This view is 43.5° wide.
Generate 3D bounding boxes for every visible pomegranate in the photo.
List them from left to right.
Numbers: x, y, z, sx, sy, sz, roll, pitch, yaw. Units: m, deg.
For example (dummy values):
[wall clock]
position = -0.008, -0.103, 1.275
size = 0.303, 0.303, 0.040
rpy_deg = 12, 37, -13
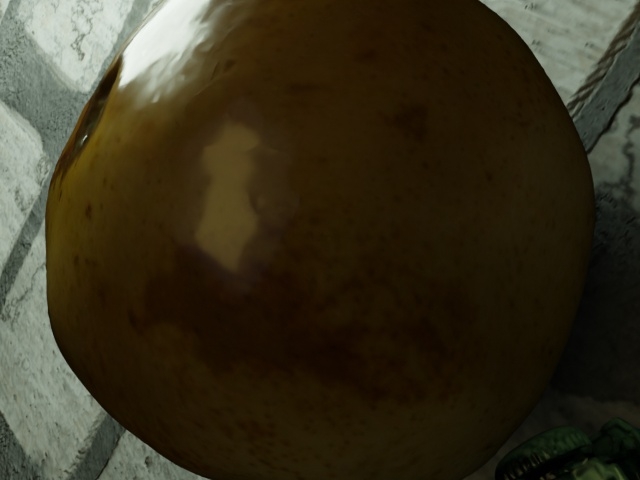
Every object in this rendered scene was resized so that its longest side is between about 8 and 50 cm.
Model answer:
[pomegranate]
position = 0.000, 0.000, 0.596
size = 0.416, 0.416, 0.417
rpy_deg = -9, 76, 38

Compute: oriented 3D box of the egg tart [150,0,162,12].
[egg tart]
position = -0.124, -0.177, 0.900
size = 0.241, 0.106, 0.241
rpy_deg = -6, 80, 39

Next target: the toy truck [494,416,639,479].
[toy truck]
position = 0.144, 0.249, 0.557
size = 0.279, 0.156, 0.155
rpy_deg = -44, 57, 24
